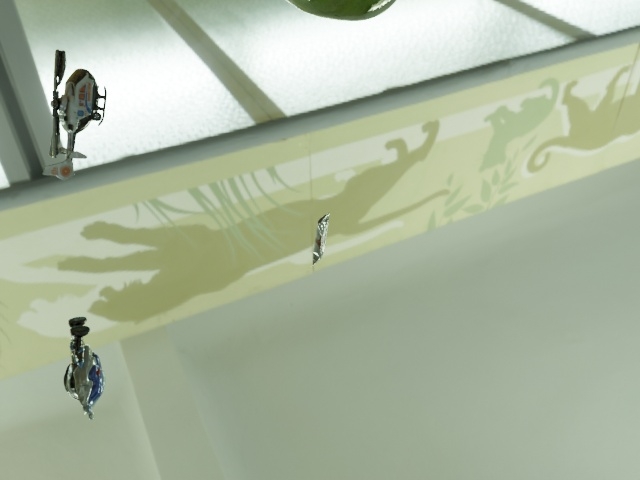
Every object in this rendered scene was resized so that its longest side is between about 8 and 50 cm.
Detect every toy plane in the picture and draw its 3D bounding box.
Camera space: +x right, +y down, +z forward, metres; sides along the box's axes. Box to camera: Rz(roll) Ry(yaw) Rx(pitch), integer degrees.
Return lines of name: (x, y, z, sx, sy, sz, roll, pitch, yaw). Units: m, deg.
toy plane: (-0.391, -0.193, 0.960, 0.053, 0.197, 0.078, 18, -169, 38)

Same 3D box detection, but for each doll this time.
doll: (-0.424, 0.236, 1.087, 0.070, 0.195, 0.096, -6, -160, -19)

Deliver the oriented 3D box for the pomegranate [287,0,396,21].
pomegranate: (0.028, -0.347, 0.633, 0.187, 0.225, 0.187, 15, -135, -16)

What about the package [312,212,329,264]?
package: (0.000, 0.000, 1.127, 0.015, 0.110, 0.037, 26, -140, 23)
